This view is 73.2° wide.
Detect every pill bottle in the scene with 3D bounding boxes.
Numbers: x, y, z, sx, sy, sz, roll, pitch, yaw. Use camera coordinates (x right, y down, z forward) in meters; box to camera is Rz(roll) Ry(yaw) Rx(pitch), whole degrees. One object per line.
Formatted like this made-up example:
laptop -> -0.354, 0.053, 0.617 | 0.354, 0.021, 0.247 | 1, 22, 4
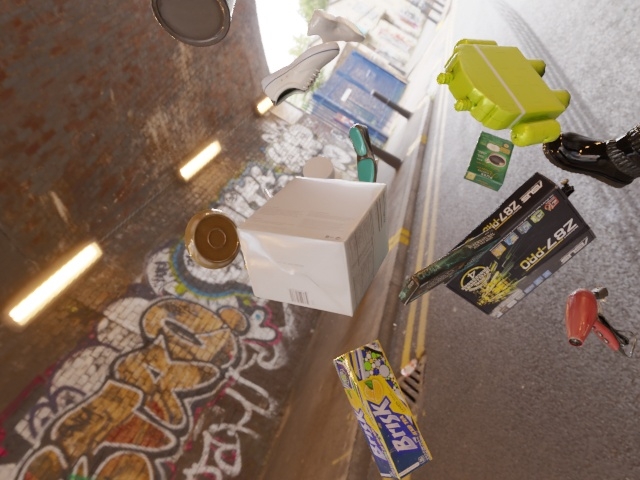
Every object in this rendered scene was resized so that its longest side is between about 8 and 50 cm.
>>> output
pill bottle -> 0.011, -0.120, 1.022 | 0.094, 0.094, 0.169 | -61, -23, -20

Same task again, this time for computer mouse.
computer mouse -> 0.782, -0.113, 1.436 | 0.262, 0.060, 0.184 | -10, -56, -45

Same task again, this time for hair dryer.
hair dryer -> 0.808, 0.242, 1.246 | 0.080, 0.293, 0.224 | -55, 49, 51

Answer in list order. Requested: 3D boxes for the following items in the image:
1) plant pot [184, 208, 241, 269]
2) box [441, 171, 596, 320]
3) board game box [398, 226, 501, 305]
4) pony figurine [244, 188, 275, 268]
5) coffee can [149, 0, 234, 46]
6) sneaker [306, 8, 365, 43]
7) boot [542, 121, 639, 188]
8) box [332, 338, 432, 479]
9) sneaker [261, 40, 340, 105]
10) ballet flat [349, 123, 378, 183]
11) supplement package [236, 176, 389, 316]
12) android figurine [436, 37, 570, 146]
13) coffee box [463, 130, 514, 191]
plant pot -> -0.403, -0.007, 1.660 | 0.032, 0.236, 0.236 | -8, 47, 51
box -> 0.572, 0.035, 1.275 | 0.395, 0.318, 0.097 | -46, 39, 16
board game box -> 0.238, 0.052, 0.813 | 0.186, 0.026, 0.126 | -28, -21, -14
pony figurine -> -0.045, -0.011, 1.271 | 0.351, 0.363, 0.303 | -119, 15, -73
coffee can -> -0.324, -0.698, 1.161 | 0.201, 0.201, 0.276 | 127, 151, -57
sneaker -> 0.046, -0.675, 1.407 | 0.094, 0.212, 0.080 | -51, 49, 40
boot -> 0.946, -0.310, 1.398 | 0.260, 0.347, 0.131 | 103, -173, -76
box -> 0.082, 0.230, 0.594 | 0.059, 0.169, 0.054 | -16, -18, -26
sneaker -> -0.047, -0.486, 1.274 | 0.258, 0.091, 0.094 | -27, -4, 16
ballet flat -> 0.198, -0.354, 1.814 | 0.095, 0.281, 0.096 | 0, 20, 40
supplement package -> 0.000, 0.000, 0.768 | 0.203, 0.194, 0.149 | -50, -39, -48
android figurine -> 0.329, -0.276, 0.781 | 0.272, 0.248, 0.056 | -15, -22, -28
coffee box -> 0.512, -0.243, 1.308 | 0.040, 0.113, 0.184 | 99, -165, -61
